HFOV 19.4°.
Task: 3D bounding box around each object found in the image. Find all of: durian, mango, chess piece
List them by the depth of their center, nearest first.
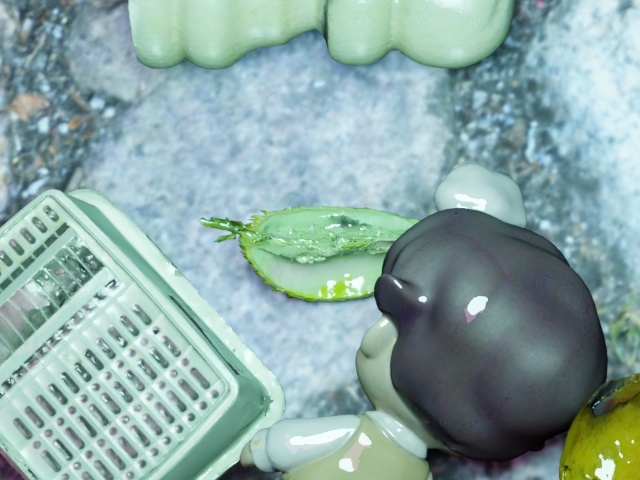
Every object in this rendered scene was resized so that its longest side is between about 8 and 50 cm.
[{"bbox_3d":[0.283,0.178,1.471,0.156,0.249,0.151,36,124,33],"label":"mango"},{"bbox_3d":[0.000,0.000,1.620,0.215,0.100,0.086,-1,70,-8],"label":"durian"},{"bbox_3d":[0.008,-0.229,1.655,0.330,0.182,0.182,6,78,6],"label":"chess piece"}]

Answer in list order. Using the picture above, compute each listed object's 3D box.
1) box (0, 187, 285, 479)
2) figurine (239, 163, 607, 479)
[{"bbox_3d":[-0.192,0.111,1.598,0.220,0.166,0.290,-43,73,-2],"label":"box"},{"bbox_3d":[0.080,0.138,1.544,0.218,0.206,0.365,42,104,-7],"label":"figurine"}]
